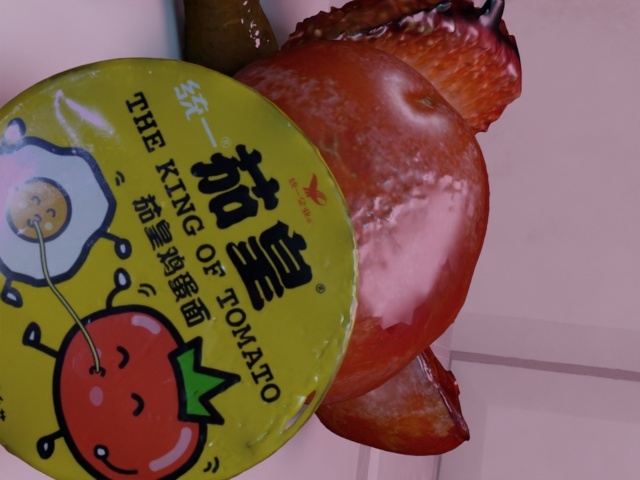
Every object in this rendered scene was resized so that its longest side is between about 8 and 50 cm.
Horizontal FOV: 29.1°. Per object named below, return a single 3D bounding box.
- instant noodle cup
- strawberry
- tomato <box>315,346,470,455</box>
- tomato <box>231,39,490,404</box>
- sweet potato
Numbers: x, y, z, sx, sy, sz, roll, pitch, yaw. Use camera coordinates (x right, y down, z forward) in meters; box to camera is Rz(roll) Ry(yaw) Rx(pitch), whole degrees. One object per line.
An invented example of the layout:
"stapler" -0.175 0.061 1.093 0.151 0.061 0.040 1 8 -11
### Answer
"instant noodle cup" -0.072 0.018 0.575 0.144 0.182 0.182 51 45 -87
"strawberry" 0.043 -0.145 0.993 0.138 0.233 0.306 58 1 23
"tomato" 0.047 0.121 1.234 0.233 0.139 0.200 62 3 5
"tomato" 0.000 0.002 0.761 0.232 0.188 0.232 -52 164 -21
"sweet potato" -0.058 -0.130 0.802 0.274 0.067 0.067 84 17 -49
